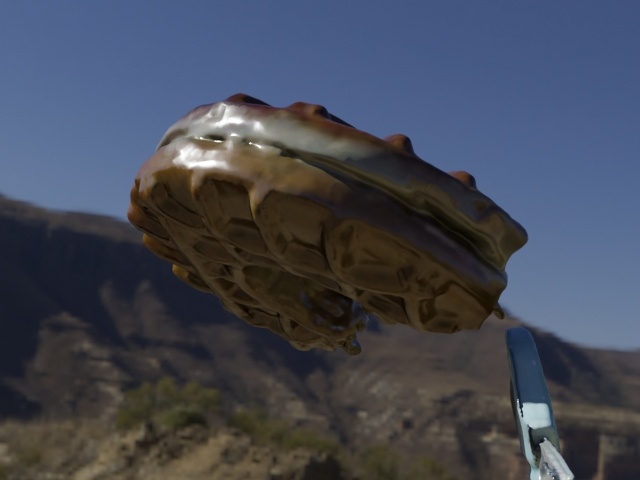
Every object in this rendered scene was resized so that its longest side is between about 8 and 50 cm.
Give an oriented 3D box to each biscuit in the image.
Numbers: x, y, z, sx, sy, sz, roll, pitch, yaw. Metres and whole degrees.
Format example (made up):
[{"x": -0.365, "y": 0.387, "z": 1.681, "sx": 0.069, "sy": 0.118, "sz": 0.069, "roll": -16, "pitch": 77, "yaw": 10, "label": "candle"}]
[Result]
[{"x": -0.018, "y": -0.007, "z": 1.045, "sx": 0.268, "sy": 0.115, "sz": 0.366, "roll": 30, "pitch": -20, "yaw": -13, "label": "biscuit"}]

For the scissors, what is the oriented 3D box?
[{"x": 0.136, "y": 0.140, "z": 0.789, "sx": 0.030, "sy": 0.191, "sz": 0.360, "roll": -11, "pitch": -8, "yaw": 8, "label": "scissors"}]
